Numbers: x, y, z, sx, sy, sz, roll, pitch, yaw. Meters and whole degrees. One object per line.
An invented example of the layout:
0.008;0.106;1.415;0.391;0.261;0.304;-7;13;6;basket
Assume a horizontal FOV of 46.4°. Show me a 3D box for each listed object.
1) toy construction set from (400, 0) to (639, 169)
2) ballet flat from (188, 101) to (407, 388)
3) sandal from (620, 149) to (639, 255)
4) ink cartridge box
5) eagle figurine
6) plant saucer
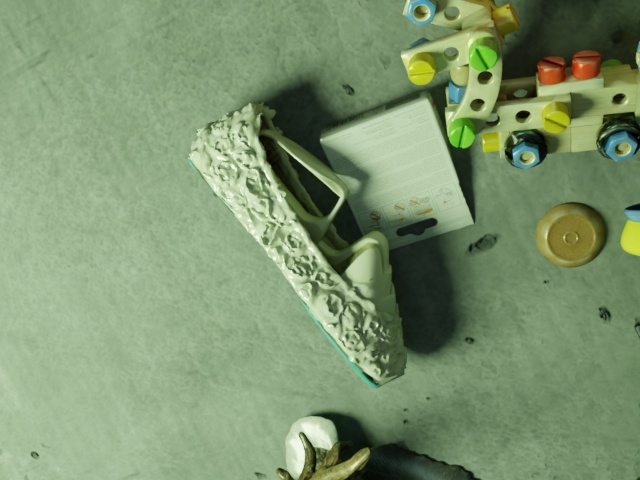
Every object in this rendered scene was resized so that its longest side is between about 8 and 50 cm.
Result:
0.255;-0.179;0.795;0.327;0.151;0.215;6;133;25;toy construction set
0.000;0.000;0.922;0.147;0.147;0.409;-38;94;19;ballet flat
0.482;-0.079;0.810;0.317;0.126;0.138;-14;97;14;sandal
0.099;-0.083;0.944;0.145;0.045;0.179;-18;118;16;ink cartridge box
0.072;0.387;1.010;0.298;0.225;0.226;33;156;-31;eagle figurine
0.309;-0.005;0.920;0.083;0.015;0.084;3;105;11;plant saucer
